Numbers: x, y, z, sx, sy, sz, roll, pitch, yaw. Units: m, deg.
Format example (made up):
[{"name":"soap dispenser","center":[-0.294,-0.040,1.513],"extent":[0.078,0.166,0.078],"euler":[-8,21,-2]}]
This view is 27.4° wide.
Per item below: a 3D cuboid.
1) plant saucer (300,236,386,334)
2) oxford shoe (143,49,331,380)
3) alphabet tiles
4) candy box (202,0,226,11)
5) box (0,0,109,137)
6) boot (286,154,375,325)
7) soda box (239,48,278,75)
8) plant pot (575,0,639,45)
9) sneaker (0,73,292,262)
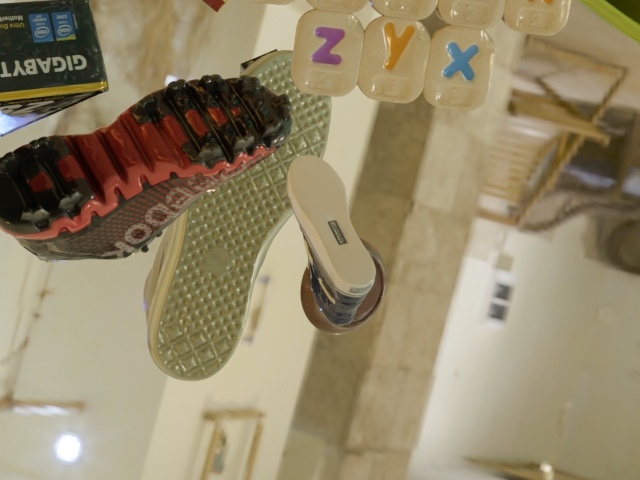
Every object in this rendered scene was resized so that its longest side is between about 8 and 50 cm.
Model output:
[{"name":"plant saucer","center":[0.045,0.078,2.170],"extent":[0.168,0.168,0.029],"euler":[16,-176,-34]},{"name":"oxford shoe","center":[-0.119,-0.038,1.712],"extent":[0.169,0.449,0.130],"euler":[21,180,-17]},{"name":"alphabet tiles","center":[0.074,-0.249,1.063],"extent":[0.284,0.278,0.021],"euler":[5,-165,-11]},{"name":"candy box","center":[-0.163,-0.349,1.584],"extent":[0.109,0.053,0.187],"euler":[36,-166,-25]},{"name":"box","center":[-0.359,-0.106,0.980],"extent":[0.322,0.079,0.257],"euler":[-12,179,-37]},{"name":"boot","center":[0.000,0.000,1.471],"extent":[0.069,0.190,0.086],"euler":[-5,145,-23]},{"name":"soda box","center":[-0.080,-0.194,1.832],"extent":[0.060,0.053,0.169],"euler":[-25,163,-18]},{"name":"plant pot","center":[0.380,-0.401,1.680],"extent":[0.227,0.228,0.207],"euler":[36,-172,-9]},{"name":"sneaker","center":[-0.153,-0.057,1.160],"extent":[0.276,0.098,0.135],"euler":[-23,153,-13]}]
